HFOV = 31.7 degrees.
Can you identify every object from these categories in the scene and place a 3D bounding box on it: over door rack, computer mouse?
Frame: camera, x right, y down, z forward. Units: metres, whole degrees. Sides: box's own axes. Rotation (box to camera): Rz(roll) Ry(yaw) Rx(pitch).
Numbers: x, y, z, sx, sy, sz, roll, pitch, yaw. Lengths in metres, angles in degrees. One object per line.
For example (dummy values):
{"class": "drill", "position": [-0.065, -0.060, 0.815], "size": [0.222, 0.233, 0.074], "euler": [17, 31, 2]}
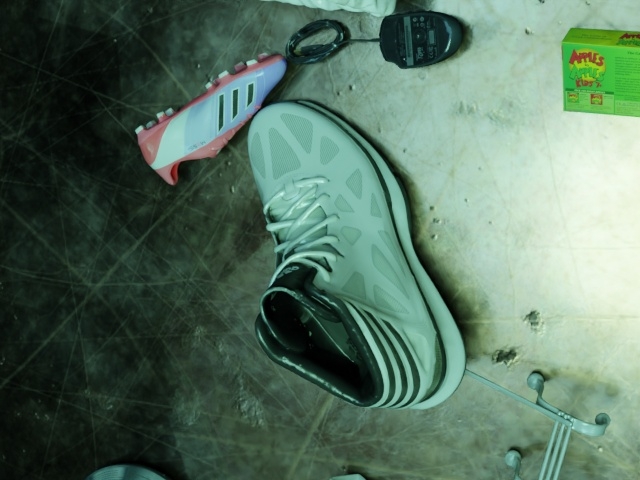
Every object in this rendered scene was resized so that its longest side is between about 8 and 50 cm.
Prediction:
{"class": "over door rack", "position": [0.191, 0.271, 1.446], "size": [0.324, 0.108, 0.239], "euler": [20, 104, 29]}
{"class": "computer mouse", "position": [0.068, -0.254, 1.437], "size": [0.242, 0.041, 0.071], "euler": [2, 101, 26]}

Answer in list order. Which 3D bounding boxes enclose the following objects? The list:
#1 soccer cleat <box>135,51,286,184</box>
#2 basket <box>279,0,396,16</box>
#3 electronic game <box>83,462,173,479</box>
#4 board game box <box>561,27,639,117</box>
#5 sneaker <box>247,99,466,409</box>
{"class": "soccer cleat", "position": [-0.135, -0.164, 1.499], "size": [0.248, 0.083, 0.095], "euler": [-28, 100, 23]}
{"class": "basket", "position": [-0.105, -0.417, 1.288], "size": [0.328, 0.331, 0.266], "euler": [14, 99, 33]}
{"class": "electronic game", "position": [-0.273, 0.437, 1.655], "size": [0.229, 0.048, 0.229], "euler": [4, 101, 19]}
{"class": "board game box", "position": [0.373, -0.191, 1.299], "size": [0.181, 0.043, 0.092], "euler": [9, 128, 26]}
{"class": "sneaker", "position": [0.001, 0.000, 1.346], "size": [0.169, 0.257, 0.447], "euler": [-37, 70, 22]}
